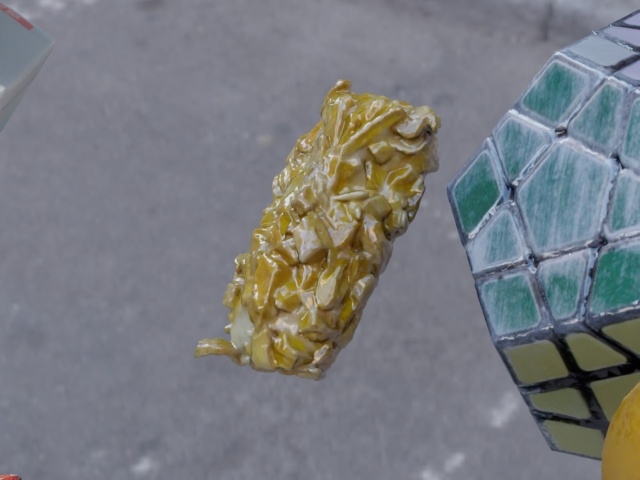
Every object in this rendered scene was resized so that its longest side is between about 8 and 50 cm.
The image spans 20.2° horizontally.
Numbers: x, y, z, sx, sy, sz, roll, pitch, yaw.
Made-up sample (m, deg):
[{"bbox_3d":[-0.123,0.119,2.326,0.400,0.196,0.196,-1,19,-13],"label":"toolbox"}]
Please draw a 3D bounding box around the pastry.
[{"bbox_3d":[0.000,0.000,1.366,0.250,0.102,0.154,-61,18,-8],"label":"pastry"}]

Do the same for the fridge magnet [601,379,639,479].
[{"bbox_3d":[0.211,0.126,0.922,0.143,0.143,0.063,27,23,32],"label":"fridge magnet"}]

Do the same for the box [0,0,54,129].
[{"bbox_3d":[-0.196,-0.049,0.813,0.079,0.135,0.269,35,7,-9],"label":"box"}]

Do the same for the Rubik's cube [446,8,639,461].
[{"bbox_3d":[0.239,0.002,1.186,0.264,0.319,0.319,-21,40,10],"label":"Rubik's cube"}]

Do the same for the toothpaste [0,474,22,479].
[{"bbox_3d":[-0.293,0.215,1.472,0.193,0.071,0.045,1,22,45],"label":"toothpaste"}]
